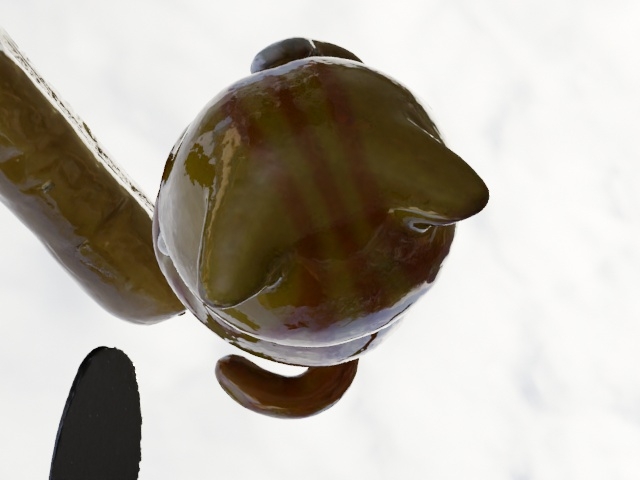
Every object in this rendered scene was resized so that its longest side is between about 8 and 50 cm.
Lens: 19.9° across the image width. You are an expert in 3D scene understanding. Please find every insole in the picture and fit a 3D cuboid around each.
[{"bbox_3d":[-0.168,0.229,1.313,0.110,0.012,0.309,18,-107,-61],"label":"insole"}]

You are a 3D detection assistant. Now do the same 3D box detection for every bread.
[{"bbox_3d":[-0.204,-0.049,1.409,0.305,0.091,0.142,51,-173,-33],"label":"bread"}]

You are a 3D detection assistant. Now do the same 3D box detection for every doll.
[{"bbox_3d":[-0.009,-0.013,0.963,0.162,0.167,0.269,58,175,11],"label":"doll"}]
